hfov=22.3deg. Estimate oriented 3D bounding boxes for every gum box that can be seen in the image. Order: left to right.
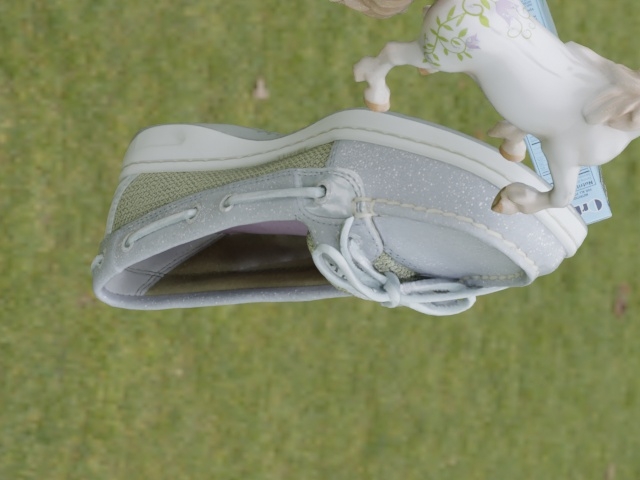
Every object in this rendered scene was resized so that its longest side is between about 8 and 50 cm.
[{"bbox_3d":[0.146,-0.120,1.104,0.157,0.041,0.184,-80,150,-66],"label":"gum box"}]

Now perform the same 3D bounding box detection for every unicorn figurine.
[{"bbox_3d":[0.085,-0.057,0.607,0.162,0.111,0.060,23,62,-18],"label":"unicorn figurine"}]

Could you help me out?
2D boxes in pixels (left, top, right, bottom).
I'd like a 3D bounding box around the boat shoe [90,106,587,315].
[{"bbox_3d":[-0.002,-0.001,0.872,0.118,0.320,0.103,39,66,-43],"label":"boat shoe"}]
